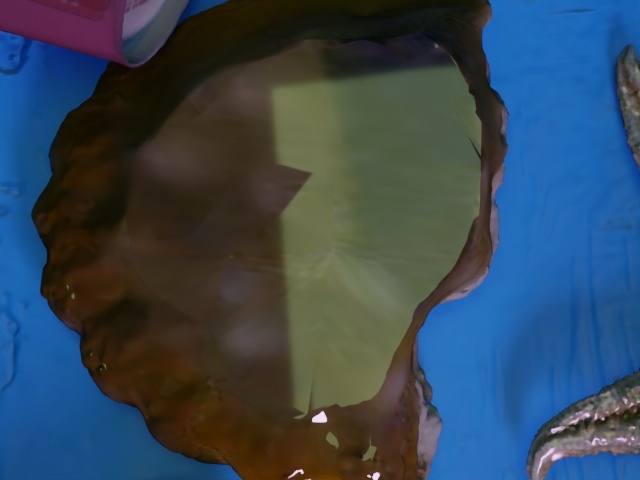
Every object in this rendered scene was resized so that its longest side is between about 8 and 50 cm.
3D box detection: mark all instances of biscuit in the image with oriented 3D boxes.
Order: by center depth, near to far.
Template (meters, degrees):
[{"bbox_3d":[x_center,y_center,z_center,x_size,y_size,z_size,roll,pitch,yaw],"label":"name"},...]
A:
[{"bbox_3d":[0.000,0.000,0.857,0.329,0.078,0.335,-28,78,0],"label":"biscuit"}]

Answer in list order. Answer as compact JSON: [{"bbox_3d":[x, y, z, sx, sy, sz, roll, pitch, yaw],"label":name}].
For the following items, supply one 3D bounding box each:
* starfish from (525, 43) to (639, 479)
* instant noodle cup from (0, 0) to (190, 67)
[{"bbox_3d":[0.302,0.028,0.829,0.347,0.078,0.357,21,79,30],"label":"starfish"},{"bbox_3d":[-0.155,-0.212,0.818,0.178,0.235,0.234,24,81,4],"label":"instant noodle cup"}]
